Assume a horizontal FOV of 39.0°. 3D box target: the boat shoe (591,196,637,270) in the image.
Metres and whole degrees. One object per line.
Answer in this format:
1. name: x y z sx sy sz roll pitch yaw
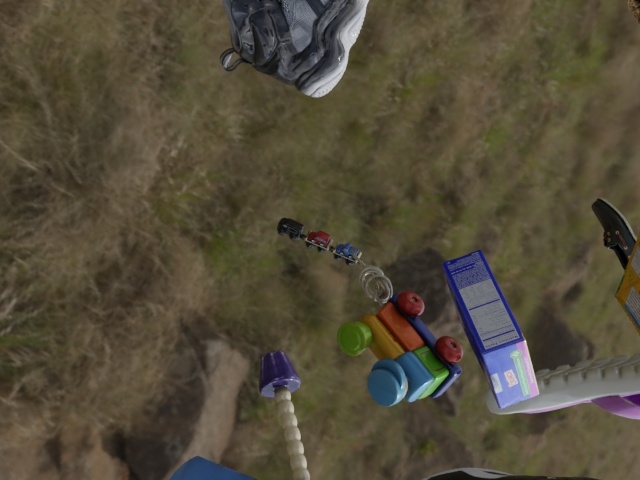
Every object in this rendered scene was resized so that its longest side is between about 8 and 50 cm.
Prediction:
1. boat shoe: 0.445 -0.004 1.349 0.042 0.133 0.049 -31 169 -1

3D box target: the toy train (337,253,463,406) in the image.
1. toy train: 0.075 0.122 1.282 0.143 0.248 0.105 -11 144 -49

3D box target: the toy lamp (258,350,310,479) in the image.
1. toy lamp: -0.054 0.323 1.581 0.080 0.275 0.080 -12 147 -8

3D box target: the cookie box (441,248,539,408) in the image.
1. cookie box: 0.149 0.078 0.793 0.040 0.107 0.092 -21 137 4

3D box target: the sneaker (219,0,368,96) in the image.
1. sneaker: -0.024 -0.288 0.981 0.153 0.101 0.269 6 122 -23

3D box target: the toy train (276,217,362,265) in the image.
1. toy train: 0.000 0.000 1.541 0.027 0.158 0.036 -59 171 -48

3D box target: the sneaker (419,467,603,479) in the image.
1. sneaker: 0.153 0.216 0.718 0.121 0.216 0.079 67 19 -71

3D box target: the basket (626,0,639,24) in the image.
1. basket: 0.480 -0.345 1.166 0.299 0.223 0.214 -109 -159 -69

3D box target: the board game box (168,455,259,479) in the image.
1. board game box: -0.111 0.327 1.043 0.033 0.168 0.133 16 87 -63

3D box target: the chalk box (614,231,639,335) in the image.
1. chalk box: 0.435 0.047 0.908 0.132 0.213 0.132 -102 -163 -54

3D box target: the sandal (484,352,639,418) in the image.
1. sandal: 0.428 0.211 1.220 0.169 0.416 0.102 -9 86 -53
